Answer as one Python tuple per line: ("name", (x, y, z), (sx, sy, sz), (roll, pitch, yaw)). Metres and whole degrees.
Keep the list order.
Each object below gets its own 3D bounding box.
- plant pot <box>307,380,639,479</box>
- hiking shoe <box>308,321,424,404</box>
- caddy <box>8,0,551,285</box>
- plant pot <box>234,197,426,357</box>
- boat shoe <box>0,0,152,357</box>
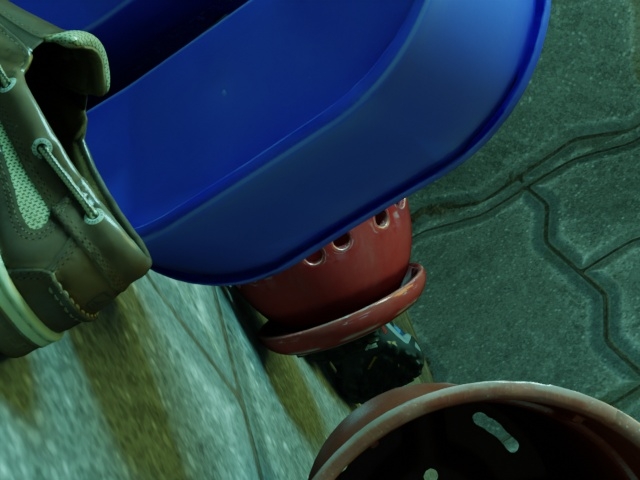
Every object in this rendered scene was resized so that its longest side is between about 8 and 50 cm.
("plant pot", (0.094, 0.210, 0.858), (0.272, 0.272, 0.265), (64, -3, -4))
("hiking shoe", (0.042, 0.098, 1.531), (0.132, 0.113, 0.304), (68, 7, 29))
("caddy", (-0.036, -0.118, 0.737), (0.179, 0.341, 0.241), (7, 56, -63))
("plant pot", (0.000, 0.000, 1.190), (0.191, 0.191, 0.174), (-84, 150, -80))
("boat shoe", (-0.145, -0.071, 0.617), (0.257, 0.095, 0.095), (66, 6, 23))
